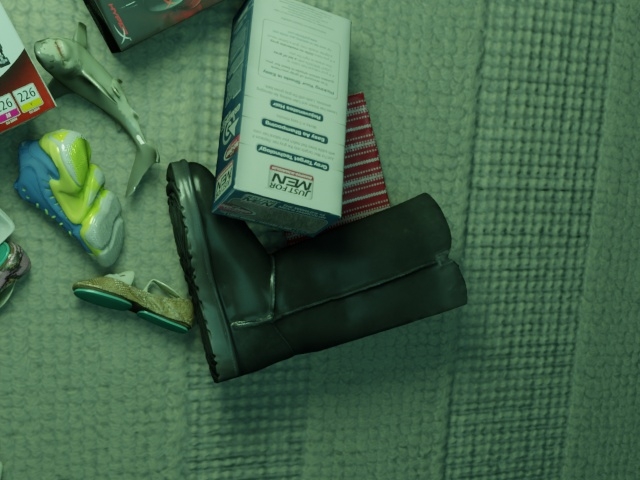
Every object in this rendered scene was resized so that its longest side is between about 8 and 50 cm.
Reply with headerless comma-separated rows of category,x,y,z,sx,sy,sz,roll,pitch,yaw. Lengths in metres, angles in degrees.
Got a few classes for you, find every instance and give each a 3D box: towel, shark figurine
towel,0.014,-0.100,1.534,0.199,0.031,0.274,-18,105,-16
shark figurine,-0.351,-0.207,1.344,0.116,0.166,0.278,-27,130,11

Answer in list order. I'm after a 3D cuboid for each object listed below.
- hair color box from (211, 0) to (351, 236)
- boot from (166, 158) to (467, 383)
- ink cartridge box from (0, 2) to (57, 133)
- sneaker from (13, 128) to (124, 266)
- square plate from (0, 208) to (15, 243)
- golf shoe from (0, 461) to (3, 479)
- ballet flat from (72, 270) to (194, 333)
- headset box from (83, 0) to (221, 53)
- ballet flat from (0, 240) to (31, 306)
hair color box,-0.056,-0.195,1.360,0.174,0.105,0.347,14,65,-23
boot,0.000,0.002,1.453,0.445,0.146,0.367,-15,104,-15
ink cartridge box,-0.563,-0.226,1.177,0.309,0.130,0.271,-33,105,-27
sneaker,-0.385,-0.065,1.359,0.126,0.091,0.240,3,127,18
square plate,-0.680,-0.025,1.253,0.347,0.049,0.344,-44,113,-9
golf shoe,-0.616,0.348,1.341,0.273,0.105,0.120,32,72,-30
ballet flat,-0.295,0.088,1.435,0.206,0.073,0.067,25,64,-27
headset box,-0.226,-0.440,1.321,0.293,0.110,0.218,-30,110,-14
ballet flat,-0.523,0.095,1.336,0.221,0.077,0.079,-44,136,-9
